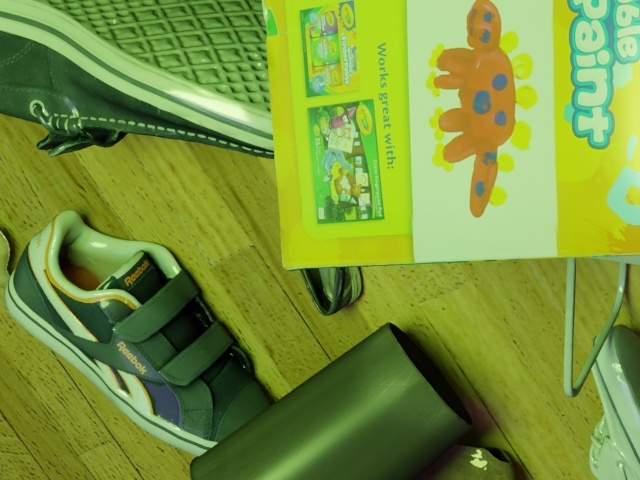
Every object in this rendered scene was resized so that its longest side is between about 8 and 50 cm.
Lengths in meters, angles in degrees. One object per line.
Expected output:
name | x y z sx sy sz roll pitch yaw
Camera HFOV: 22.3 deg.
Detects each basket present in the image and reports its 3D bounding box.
basket | 0.017 0.195 1.531 0.227 0.204 0.154 -40 71 8

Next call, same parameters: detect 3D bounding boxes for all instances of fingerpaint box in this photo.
fingerpaint box | 0.141 -0.210 1.153 0.371 0.163 0.444 -4 92 42

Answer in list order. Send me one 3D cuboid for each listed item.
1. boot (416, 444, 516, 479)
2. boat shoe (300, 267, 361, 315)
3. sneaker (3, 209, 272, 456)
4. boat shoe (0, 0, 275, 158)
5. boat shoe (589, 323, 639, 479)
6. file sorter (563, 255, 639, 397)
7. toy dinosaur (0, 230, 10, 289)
boot | 0.067 0.259 1.641 0.305 0.112 0.115 -6 83 34
boat shoe | 0.000 0.000 1.539 0.056 0.049 0.152 -8 112 30
sneaker | -0.168 0.095 1.630 0.321 0.126 0.127 34 126 4
boat shoe | -0.196 -0.160 1.476 0.500 0.187 0.156 18 128 23
boat shoe | 0.286 0.197 1.478 0.084 0.095 0.258 -16 107 28
file sorter | 0.349 0.041 1.302 0.278 0.193 0.173 9 122 22
toy dinosaur | -0.360 0.021 1.730 0.093 0.053 0.183 -20 106 32
